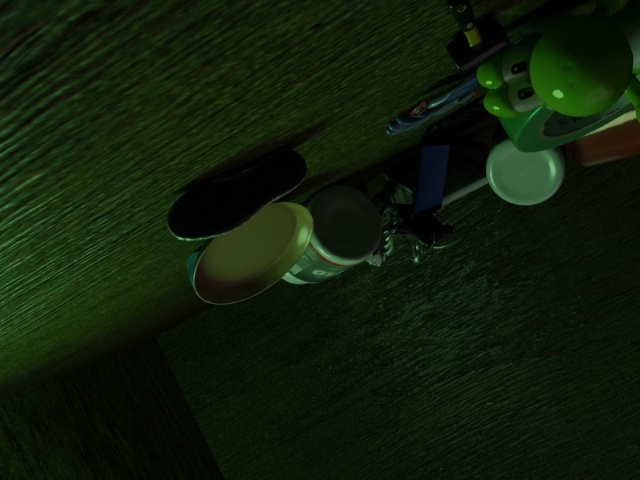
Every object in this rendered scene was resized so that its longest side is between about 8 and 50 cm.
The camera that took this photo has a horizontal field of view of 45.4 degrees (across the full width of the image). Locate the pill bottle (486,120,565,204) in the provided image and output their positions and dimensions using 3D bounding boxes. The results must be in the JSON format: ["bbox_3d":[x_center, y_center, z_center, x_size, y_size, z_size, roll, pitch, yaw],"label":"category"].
[{"bbox_3d":[0.432,-0.194,1.595,0.153,0.153,0.265,-29,-163,29],"label":"pill bottle"}]

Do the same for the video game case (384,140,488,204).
[{"bbox_3d":[0.275,-0.150,1.708,0.201,0.023,0.183,-26,-144,-17],"label":"video game case"}]

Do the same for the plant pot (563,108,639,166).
[{"bbox_3d":[0.604,-0.273,1.466,0.265,0.272,0.272,-19,-177,43],"label":"plant pot"}]

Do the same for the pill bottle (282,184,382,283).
[{"bbox_3d":[0.000,0.000,1.600,0.161,0.161,0.283,-25,176,-25],"label":"pill bottle"}]

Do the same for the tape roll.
[{"bbox_3d":[0.439,-0.259,1.223,0.321,0.077,0.321,-24,164,-7],"label":"tape roll"}]

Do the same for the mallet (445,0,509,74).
[{"bbox_3d":[0.135,-0.199,0.735,0.062,0.039,0.189,-32,171,22],"label":"mallet"}]

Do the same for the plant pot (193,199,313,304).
[{"bbox_3d":[-0.117,0.015,1.305,0.236,0.032,0.236,-28,148,-19],"label":"plant pot"}]

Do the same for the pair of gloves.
[{"bbox_3d":[0.181,-0.204,1.091,0.159,0.023,0.198,-28,178,-17],"label":"pair of gloves"}]

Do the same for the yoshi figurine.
[{"bbox_3d":[0.369,-0.230,0.899,0.362,0.203,0.203,-24,160,-10],"label":"yoshi figurine"}]

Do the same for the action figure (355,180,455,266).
[{"bbox_3d":[0.170,-0.020,1.606,0.164,0.141,0.276,-6,-149,-28],"label":"action figure"}]

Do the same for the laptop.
[{"bbox_3d":[0.284,-0.168,1.457,0.264,0.137,0.234,-28,177,23],"label":"laptop"}]

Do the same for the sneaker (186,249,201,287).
[{"bbox_3d":[-0.170,0.036,1.437,0.092,0.087,0.228,-13,167,-45],"label":"sneaker"}]

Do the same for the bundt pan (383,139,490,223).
[{"bbox_3d":[0.299,-0.151,1.934,0.331,0.124,0.331,-26,176,-2],"label":"bundt pan"}]

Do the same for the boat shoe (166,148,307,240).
[{"bbox_3d":[-0.101,-0.047,0.926,0.183,0.066,0.066,-26,178,-18],"label":"boat shoe"}]
